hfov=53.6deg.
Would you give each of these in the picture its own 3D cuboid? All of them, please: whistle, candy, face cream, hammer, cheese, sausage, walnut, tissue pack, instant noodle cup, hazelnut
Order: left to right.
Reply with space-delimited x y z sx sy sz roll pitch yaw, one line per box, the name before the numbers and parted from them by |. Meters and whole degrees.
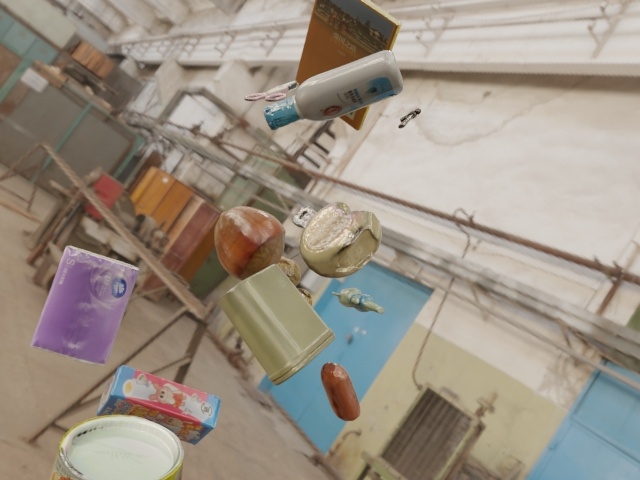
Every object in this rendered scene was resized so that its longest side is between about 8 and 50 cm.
tissue pack | -0.747 0.211 2.023 0.242 0.338 0.160 19 -6 -15
instant noodle cup | -0.348 0.437 1.081 0.265 0.200 0.264 14 13 -3
candy | -0.455 0.469 1.790 0.306 0.100 0.157 25 -44 -18
hazelnut | -0.200 0.003 1.734 0.214 0.214 0.176 34 26 9
walnut | -0.118 0.098 1.966 0.124 0.105 0.105 33 -4 -19
cheese | 0.013 -0.021 1.314 0.082 0.163 0.286 46 -3 -32
face cream | 0.027 -0.348 1.516 0.163 0.337 0.080 41 33 -70
sausage | 0.051 0.386 1.616 0.077 0.077 0.194 29 -34 50
whistle | 0.141 0.213 2.228 0.114 0.077 0.236 21 -3 -35
hammer | 0.231 -0.320 1.709 0.021 0.065 0.178 56 27 -9

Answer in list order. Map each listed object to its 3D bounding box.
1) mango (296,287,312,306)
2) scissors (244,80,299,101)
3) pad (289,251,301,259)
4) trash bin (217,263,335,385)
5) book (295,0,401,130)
mango | -0.105 0.246 1.927 0.156 0.248 0.151 52 35 16
scissors | -0.084 -0.303 1.292 0.086 0.022 0.176 5 25 23
pad | 0.000 0.000 2.170 0.170 0.246 0.006 -30 -87 49
trash bin | -0.106 0.198 1.547 0.247 0.121 0.243 52 28 4
book | 0.062 -0.514 1.768 0.262 0.028 0.373 41 -37 15
